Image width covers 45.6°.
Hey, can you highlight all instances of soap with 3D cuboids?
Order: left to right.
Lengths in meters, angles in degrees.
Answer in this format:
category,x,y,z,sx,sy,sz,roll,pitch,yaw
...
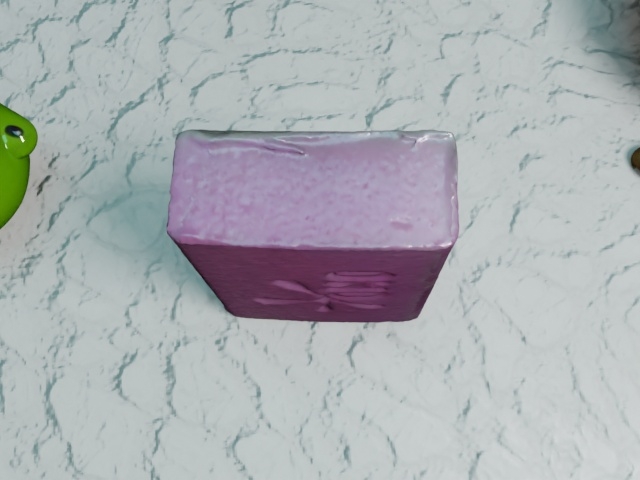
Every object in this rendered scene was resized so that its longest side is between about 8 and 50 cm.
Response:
category,x,y,z,sx,sy,sz,roll,pitch,yaw
soap,0.000,0.002,0.576,0.181,0.259,0.081,1,75,1

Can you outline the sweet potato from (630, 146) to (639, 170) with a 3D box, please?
category,x,y,z,sx,sy,sz,roll,pitch,yaw
sweet potato,0.367,-0.035,0.681,0.054,0.053,0.182,-41,76,-15

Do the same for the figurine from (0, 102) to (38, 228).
category,x,y,z,sx,sy,sz,roll,pitch,yaw
figurine,-0.374,-0.076,0.681,0.263,0.143,0.162,12,67,23
